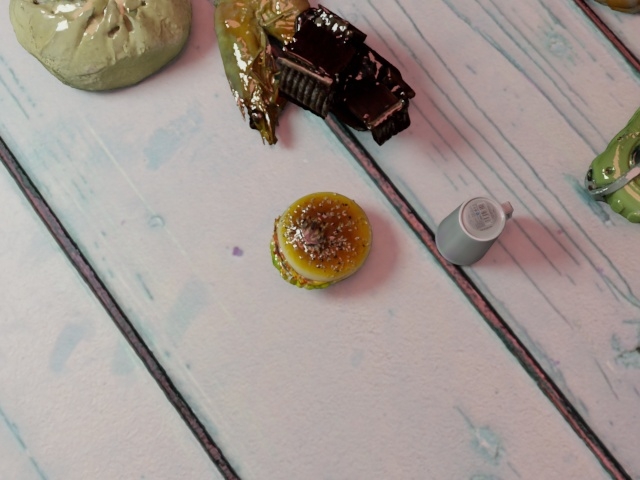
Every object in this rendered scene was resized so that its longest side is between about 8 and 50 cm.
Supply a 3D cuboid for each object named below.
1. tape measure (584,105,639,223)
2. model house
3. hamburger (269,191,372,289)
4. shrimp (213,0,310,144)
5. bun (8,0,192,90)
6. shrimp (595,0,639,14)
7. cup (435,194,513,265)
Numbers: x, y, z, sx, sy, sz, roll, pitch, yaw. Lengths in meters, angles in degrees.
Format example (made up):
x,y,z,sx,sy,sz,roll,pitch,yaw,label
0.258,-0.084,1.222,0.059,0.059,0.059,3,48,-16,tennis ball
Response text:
x,y,z,sx,sy,sz,roll,pitch,yaw,label
0.446,-0.098,1.201,0.154,0.087,0.177,42,83,10,tape measure
0.039,-0.220,1.193,0.203,0.164,0.141,28,91,-6,model house
0.000,0.000,1.195,0.141,0.081,0.127,-20,77,-4,hamburger
-0.076,-0.262,1.276,0.145,0.061,0.267,-3,74,-8,shrimp
-0.315,-0.344,1.256,0.259,0.152,0.259,0,79,2,bun
0.403,-0.446,1.305,0.152,0.063,0.287,-42,80,4,shrimp
0.211,-0.021,1.180,0.104,0.116,0.074,-23,78,-11,cup
